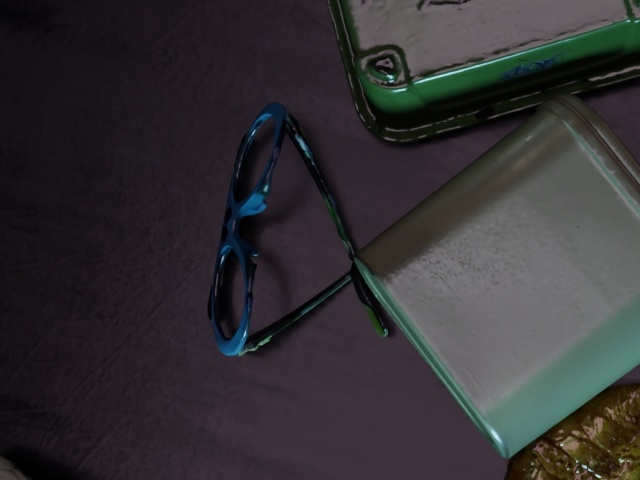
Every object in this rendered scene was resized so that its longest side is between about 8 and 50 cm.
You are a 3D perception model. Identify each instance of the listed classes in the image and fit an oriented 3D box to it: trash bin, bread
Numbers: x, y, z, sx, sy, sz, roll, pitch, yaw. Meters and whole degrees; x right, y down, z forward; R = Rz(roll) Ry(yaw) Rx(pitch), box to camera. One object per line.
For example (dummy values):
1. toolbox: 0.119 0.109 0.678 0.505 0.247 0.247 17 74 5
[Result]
1. trash bin: 0.193 0.033 1.351 0.247 0.121 0.243 -37 81 -4
2. bread: 0.218 0.220 1.370 0.105 0.076 0.233 37 84 -3

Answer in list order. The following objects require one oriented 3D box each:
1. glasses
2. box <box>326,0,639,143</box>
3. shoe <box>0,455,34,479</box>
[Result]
1. glasses: -0.005 -0.003 1.409 0.206 0.102 0.239 7 86 10
2. box: 0.160 -0.251 1.367 0.328 0.178 0.253 -16 82 7
3. shoe: -0.184 0.300 1.407 0.210 0.132 0.342 -36 64 -18
